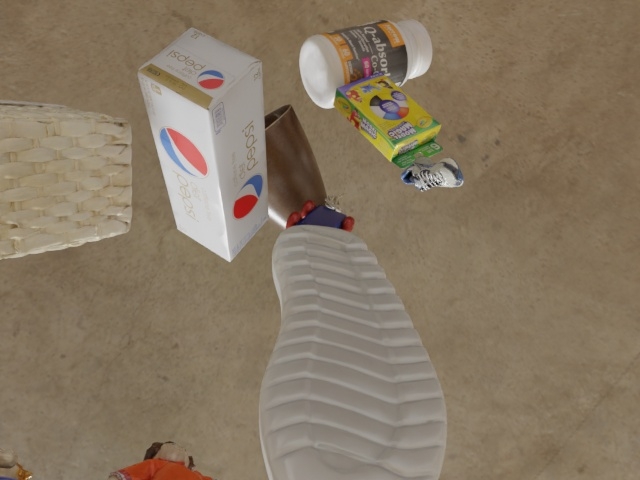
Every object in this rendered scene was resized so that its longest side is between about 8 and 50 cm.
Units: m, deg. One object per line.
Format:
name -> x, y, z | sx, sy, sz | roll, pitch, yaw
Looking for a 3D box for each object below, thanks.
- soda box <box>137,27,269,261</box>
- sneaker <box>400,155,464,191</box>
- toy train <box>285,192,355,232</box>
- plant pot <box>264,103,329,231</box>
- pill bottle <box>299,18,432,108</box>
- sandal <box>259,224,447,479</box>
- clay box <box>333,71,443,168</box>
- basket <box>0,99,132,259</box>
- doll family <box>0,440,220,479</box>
soda box -> -0.097, -0.075, 0.561 | 0.074, 0.069, 0.216 | 30, 149, 16
sneaker -> 0.181, -0.102, 1.013 | 0.058, 0.135, 0.052 | -32, 110, -17
toy train -> 0.000, 0.000, 1.233 | 0.105, 0.248, 0.143 | 23, 113, 10
plant pot -> -0.086, -0.128, 1.296 | 0.215, 0.215, 0.230 | -30, 109, 14
pill bottle -> 0.105, -0.408, 1.401 | 0.278, 0.162, 0.162 | -22, 114, -25
sandal -> 0.023, 0.128, 0.633 | 0.169, 0.416, 0.102 | 7, 124, -6
clay box -> 0.144, -0.248, 1.265 | 0.127, 0.222, 0.053 | -27, 150, -28
basket -> -0.237, -0.051, 0.484 | 0.103, 0.167, 0.113 | 9, 103, 24
doll family -> -0.196, 0.193, 0.430 | 0.263, 0.163, 0.118 | 21, 85, -22
